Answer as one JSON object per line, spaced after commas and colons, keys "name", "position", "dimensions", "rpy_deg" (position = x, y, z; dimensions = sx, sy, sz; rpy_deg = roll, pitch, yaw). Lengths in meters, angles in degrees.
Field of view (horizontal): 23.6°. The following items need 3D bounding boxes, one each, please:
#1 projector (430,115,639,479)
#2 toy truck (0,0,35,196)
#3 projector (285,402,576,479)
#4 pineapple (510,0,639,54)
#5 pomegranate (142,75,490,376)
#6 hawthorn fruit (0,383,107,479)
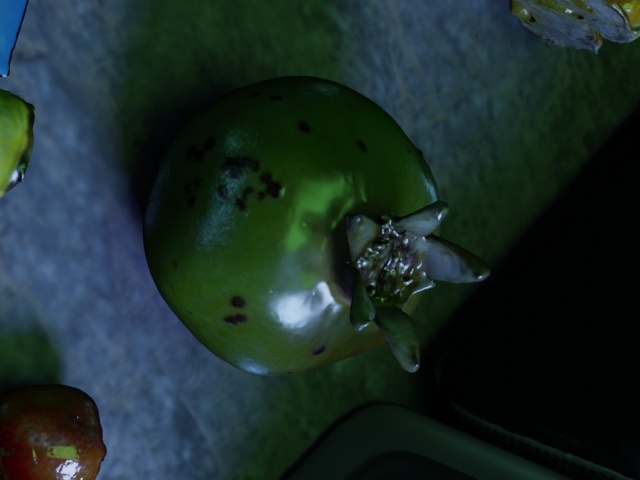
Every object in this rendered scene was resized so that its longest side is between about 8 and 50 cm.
{"name": "projector", "position": [0.350, 0.080, 1.054], "dimensions": [0.395, 0.405, 0.242], "rpy_deg": [-48, 126, -21]}
{"name": "toy truck", "position": [-0.213, -0.152, 0.714], "dimensions": [0.161, 0.162, 0.384], "rpy_deg": [16, 89, -39]}
{"name": "projector", "position": [0.093, 0.282, 0.999], "dimensions": [0.248, 0.249, 0.248], "rpy_deg": [-45, 125, -21]}
{"name": "pineapple", "position": [0.156, -0.201, 1.004], "dimensions": [0.186, 0.236, 0.114], "rpy_deg": [29, 74, 1]}
{"name": "pomegranate", "position": [0.000, 0.000, 0.879], "dimensions": [0.182, 0.224, 0.181], "rpy_deg": [-11, 112, -29]}
{"name": "hawthorn fruit", "position": [-0.161, 0.117, 0.878], "dimensions": [0.077, 0.077, 0.077], "rpy_deg": [-10, 106, -36]}
